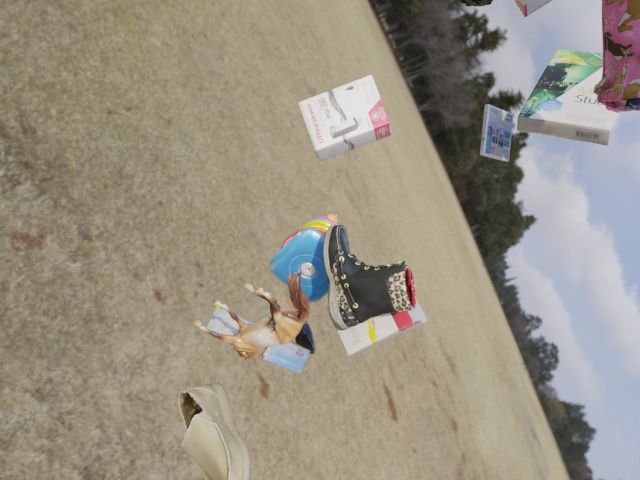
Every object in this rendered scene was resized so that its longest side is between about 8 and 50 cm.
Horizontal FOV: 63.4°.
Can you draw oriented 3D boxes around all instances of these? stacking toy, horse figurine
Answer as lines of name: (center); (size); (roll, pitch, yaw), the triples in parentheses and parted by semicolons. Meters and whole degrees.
stacking toy: (0.000, 0.000, 1.361); (0.166, 0.175, 0.301); (41, 30, -10)
horse figurine: (-0.114, 0.159, 1.003); (0.174, 0.263, 0.066); (44, 31, -28)

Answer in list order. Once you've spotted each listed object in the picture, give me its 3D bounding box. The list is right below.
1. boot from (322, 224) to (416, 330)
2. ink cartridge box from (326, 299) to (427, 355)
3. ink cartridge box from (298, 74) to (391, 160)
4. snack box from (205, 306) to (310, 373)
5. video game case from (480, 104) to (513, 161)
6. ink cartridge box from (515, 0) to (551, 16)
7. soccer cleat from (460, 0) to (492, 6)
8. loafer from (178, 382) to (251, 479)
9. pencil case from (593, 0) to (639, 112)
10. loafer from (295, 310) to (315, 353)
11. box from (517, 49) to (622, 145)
boot: (0.102, 0.060, 1.089); (0.085, 0.179, 0.236); (33, 47, -53)
ink cartridge box: (0.130, 0.171, 1.200); (0.128, 0.176, 0.127); (12, 49, -65)
ink cartridge box: (0.067, -0.336, 1.428); (0.092, 0.218, 0.158); (41, 30, -75)
snack box: (-0.157, 0.250, 1.302); (0.174, 0.207, 0.070); (41, 70, -53)
video game case: (0.518, -0.312, 1.520); (0.157, 0.019, 0.143); (1, 95, -45)
ink cartridge box: (0.377, -0.521, 0.981); (0.150, 0.063, 0.109); (64, 20, 12)
soccer cleat: (0.323, -0.643, 1.129); (0.318, 0.109, 0.116); (29, 71, -54)
loafer: (-0.204, 0.371, 0.946); (0.092, 0.101, 0.268); (12, 22, -32)
pencil case: (0.591, -0.429, 0.931); (0.160, 0.167, 0.385); (-155, -122, -71)
loafer: (-0.047, 0.288, 1.614); (0.061, 0.062, 0.170); (-59, 144, -41)
box: (0.708, -0.400, 1.410); (0.322, 0.232, 0.058); (-54, 145, -27)
